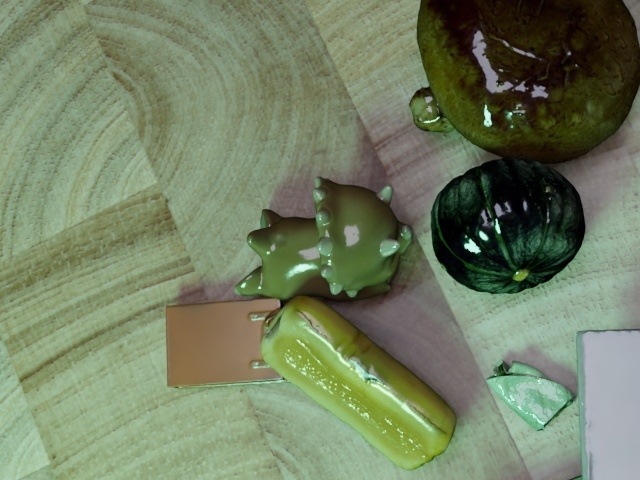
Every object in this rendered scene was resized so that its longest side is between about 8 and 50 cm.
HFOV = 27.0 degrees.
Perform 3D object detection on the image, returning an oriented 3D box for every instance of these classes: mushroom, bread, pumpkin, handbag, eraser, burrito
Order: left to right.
[{"bbox_3d":[-0.137,0.156,2.014,0.190,0.063,0.127,-6,79,16],"label":"handbag"},{"bbox_3d":[0.057,0.200,1.910,0.305,0.142,0.091,39,46,2],"label":"bread"},{"bbox_3d":[0.261,-0.018,1.866,0.221,0.220,0.161,-17,64,10],"label":"pumpkin"},{"bbox_3d":[0.298,0.214,1.908,0.118,0.044,0.074,40,89,14],"label":"burrito"},{"bbox_3d":[0.299,-0.274,1.910,0.345,0.239,0.345,-1,97,-7],"label":"mushroom"},{"bbox_3d":[0.476,0.295,1.746,0.272,0.122,0.359,-1,83,8],"label":"eraser"}]

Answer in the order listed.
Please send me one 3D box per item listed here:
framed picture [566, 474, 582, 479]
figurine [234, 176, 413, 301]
[{"bbox_3d":[0.345,0.449,1.812,0.324,0.020,0.240,-21,85,-5],"label":"framed picture"},{"bbox_3d":[0.005,-0.003,1.928,0.247,0.173,0.177,12,64,12],"label":"figurine"}]
